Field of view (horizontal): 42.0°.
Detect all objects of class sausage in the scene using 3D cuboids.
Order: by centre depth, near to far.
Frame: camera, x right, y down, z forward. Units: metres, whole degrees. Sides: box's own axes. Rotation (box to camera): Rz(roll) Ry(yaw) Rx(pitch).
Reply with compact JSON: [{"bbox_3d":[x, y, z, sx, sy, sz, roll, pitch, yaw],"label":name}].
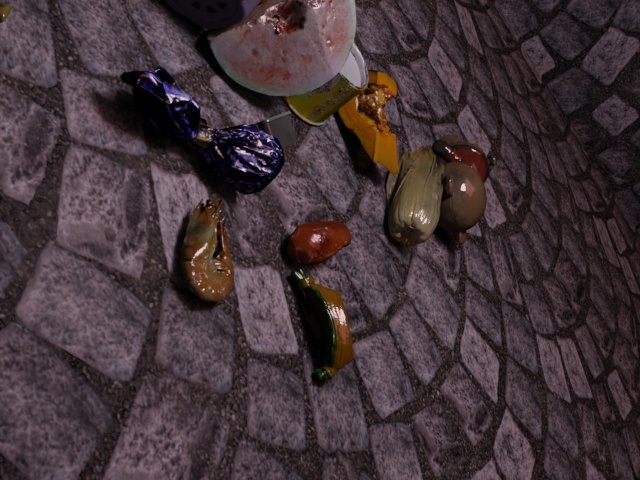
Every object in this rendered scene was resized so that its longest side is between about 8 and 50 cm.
[{"bbox_3d":[0.000,0.000,1.707,0.179,0.089,0.089,-20,85,-56],"label":"sausage"}]

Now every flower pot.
[{"bbox_3d":[-0.207,-0.574,1.678,0.265,0.265,0.243,40,53,-33],"label":"flower pot"}]

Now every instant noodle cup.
[{"bbox_3d":[0.010,-0.384,1.929,0.205,0.153,0.205,34,44,-40],"label":"instant noodle cup"}]

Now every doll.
[{"bbox_3d":[0.389,-0.155,2.295,0.330,0.174,0.235,-69,149,-46],"label":"doll"}]

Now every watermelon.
[{"bbox_3d":[-0.075,-0.425,1.790,0.175,0.321,0.188,-113,-172,-62],"label":"watermelon"}]

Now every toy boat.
[{"bbox_3d":[0.003,0.161,1.621,0.088,0.089,0.230,-8,71,-16],"label":"toy boat"}]

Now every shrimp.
[{"bbox_3d":[-0.192,0.016,1.454,0.115,0.051,0.217,42,37,-41],"label":"shrimp"}]

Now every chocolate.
[{"bbox_3d":[-0.227,-0.204,1.506,0.343,0.126,0.148,29,7,-40],"label":"chocolate"}]

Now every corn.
[{"bbox_3d":[0.241,-0.116,2.101,0.122,0.123,0.305,43,37,-27],"label":"corn"}]

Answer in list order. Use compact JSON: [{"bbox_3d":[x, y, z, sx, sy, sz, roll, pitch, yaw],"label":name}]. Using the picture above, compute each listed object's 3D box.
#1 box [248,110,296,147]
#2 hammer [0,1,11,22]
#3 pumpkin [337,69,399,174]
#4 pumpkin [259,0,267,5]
[{"bbox_3d":[-0.106,-0.215,1.713,0.122,0.084,0.069,-35,107,-57],"label":"box"},{"bbox_3d":[-0.539,-0.407,1.191,0.226,0.158,0.041,62,27,-42],"label":"hammer"},{"bbox_3d":[0.117,-0.287,2.061,0.131,0.125,0.248,11,78,-61],"label":"pumpkin"},{"bbox_3d":[-0.105,-0.642,1.976,0.169,0.148,0.312,49,37,8],"label":"pumpkin"}]
